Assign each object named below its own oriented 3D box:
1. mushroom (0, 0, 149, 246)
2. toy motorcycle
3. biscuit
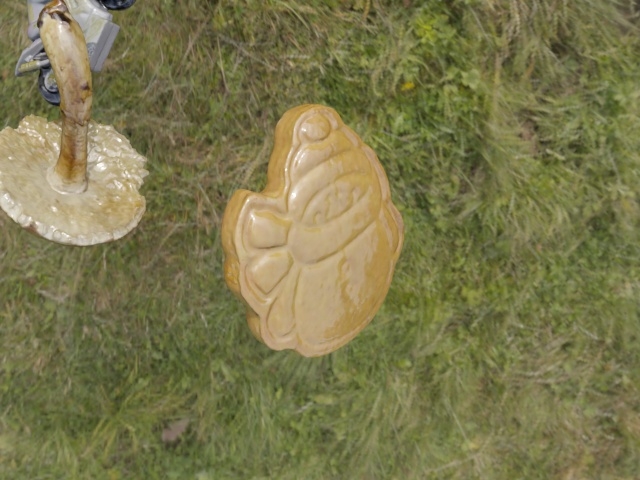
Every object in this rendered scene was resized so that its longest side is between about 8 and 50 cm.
[{"bbox_3d":[-0.361,-0.126,0.977,0.208,0.233,0.301,-27,156,-10],"label":"mushroom"},{"bbox_3d":[-0.359,-0.312,1.011,0.152,0.073,0.225,38,101,9],"label":"toy motorcycle"},{"bbox_3d":[0.000,0.000,0.989,0.312,0.057,0.351,-46,129,-32],"label":"biscuit"}]
